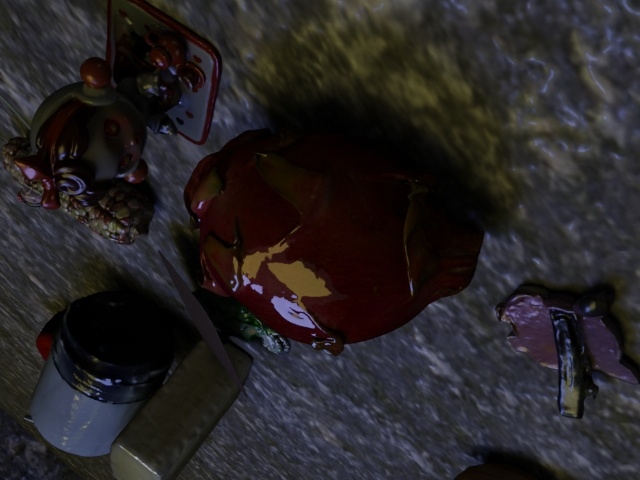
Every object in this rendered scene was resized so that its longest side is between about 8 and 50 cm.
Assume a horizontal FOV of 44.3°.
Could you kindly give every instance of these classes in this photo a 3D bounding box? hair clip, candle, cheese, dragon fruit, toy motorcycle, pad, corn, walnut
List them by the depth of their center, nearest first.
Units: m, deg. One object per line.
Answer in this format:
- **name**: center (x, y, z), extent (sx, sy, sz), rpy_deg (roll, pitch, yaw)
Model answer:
- **dragon fruit**: center (0.004, 0.001, 0.839), extent (0.315, 0.250, 0.250), rpy_deg (22, 149, -10)
- **hair clip**: center (0.280, 0.121, 0.900), extent (0.146, 0.056, 0.187), rpy_deg (4, 127, 41)
- **walnut**: center (0.277, 0.409, 1.185), extent (0.180, 0.144, 0.144), rpy_deg (4, 136, 35)
- **corn**: center (-0.376, -0.078, 1.201), extent (0.281, 0.092, 0.092), rpy_deg (26, 146, 18)
- **toy motorcycle**: center (-0.127, 0.115, 1.242), extent (0.190, 0.074, 0.106), rpy_deg (25, 136, 18)
- **pad**: center (-0.185, 0.138, 1.257), extent (0.176, 0.002, 0.266), rpy_deg (46, 161, 37)
- **cheese**: center (-0.258, 0.326, 1.445), extent (0.124, 0.265, 0.242), rpy_deg (37, 147, 2)
- **candle**: center (-0.422, 0.273, 1.494), extent (0.221, 0.221, 0.342), rpy_deg (33, 122, 5)

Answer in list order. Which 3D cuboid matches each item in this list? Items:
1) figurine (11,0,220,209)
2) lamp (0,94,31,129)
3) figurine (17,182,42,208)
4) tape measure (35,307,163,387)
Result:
- **figurine**: center (-0.250, -0.132, 0.892), extent (0.160, 0.226, 0.183), rpy_deg (34, 147, 5)
- **lamp**: center (-0.450, -0.205, 1.173), extent (0.198, 0.056, 0.050), rpy_deg (49, 148, 0)
- **figurine**: center (-0.489, -0.097, 1.322), extent (0.060, 0.047, 0.106), rpy_deg (15, 141, 3)
- **tape measure**: center (-0.500, 0.264, 1.730), extent (0.260, 0.114, 0.253), rpy_deg (-9, 126, 48)
